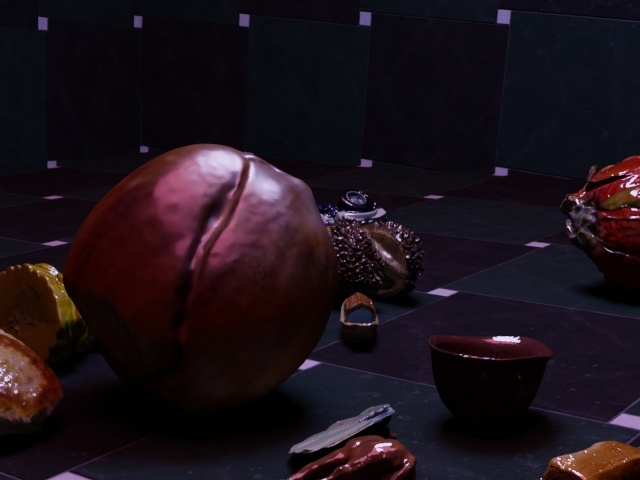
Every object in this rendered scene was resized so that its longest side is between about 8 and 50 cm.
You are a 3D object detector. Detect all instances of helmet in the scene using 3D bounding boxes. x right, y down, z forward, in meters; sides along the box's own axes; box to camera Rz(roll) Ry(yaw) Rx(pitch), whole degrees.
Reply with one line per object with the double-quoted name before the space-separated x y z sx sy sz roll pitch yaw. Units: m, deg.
"helmet" 0.215 0.180 1.420 0.155 0.106 0.175 8 10 30

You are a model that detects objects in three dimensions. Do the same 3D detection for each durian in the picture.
"durian" 0.088 0.025 2.018 0.196 0.167 0.196 22 33 -15

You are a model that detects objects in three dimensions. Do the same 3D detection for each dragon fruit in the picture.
"dragon fruit" 0.624 -0.029 2.029 0.342 0.278 0.277 -3 12 -21

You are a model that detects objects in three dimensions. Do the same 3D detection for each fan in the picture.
"fan" 0.028 0.224 1.323 0.131 0.009 0.240 -24 -4 16

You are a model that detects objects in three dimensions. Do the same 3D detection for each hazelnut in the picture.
"hazelnut" -0.155 0.052 1.487 0.372 0.373 0.315 1 -1 8

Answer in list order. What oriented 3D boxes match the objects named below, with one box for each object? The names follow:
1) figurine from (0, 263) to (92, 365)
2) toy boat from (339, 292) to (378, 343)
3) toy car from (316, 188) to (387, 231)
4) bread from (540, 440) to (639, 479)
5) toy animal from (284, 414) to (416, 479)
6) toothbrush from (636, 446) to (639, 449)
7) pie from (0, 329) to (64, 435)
"figurine" -0.351 0.116 1.753 0.187 0.168 0.315 -39 -22 30
"toy boat" 0.063 0.126 1.803 0.065 0.066 0.172 2 12 -2
"toy car" 0.002 0.001 2.138 0.301 0.193 0.118 -6 43 -37
"bread" 0.297 0.253 1.189 0.132 0.053 0.074 -11 19 -41
"toy animal" 0.044 0.246 1.231 0.229 0.066 0.224 -21 2 -36
"toothbrush" 0.451 0.235 1.352 0.219 0.016 0.019 -10 13 -37
"pie" -0.422 0.168 1.407 0.179 0.084 0.205 27 13 -40
